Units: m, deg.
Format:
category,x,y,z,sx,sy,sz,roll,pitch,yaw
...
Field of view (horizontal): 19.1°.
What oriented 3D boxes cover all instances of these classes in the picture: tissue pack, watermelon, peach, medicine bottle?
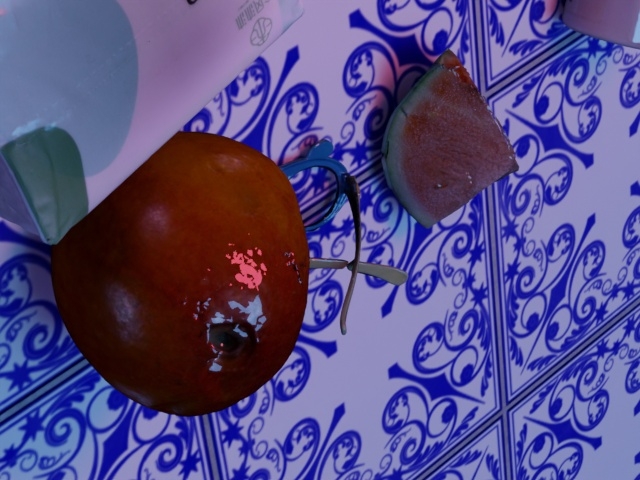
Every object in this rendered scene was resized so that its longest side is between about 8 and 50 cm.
category,x,y,z,sx,sy,sz,roll,pitch,yaw
tissue pack,-0.211,-0.213,1.665,0.356,0.194,0.266,-45,137,-24
watermelon,0.131,-0.116,2.207,0.146,0.128,0.231,-32,124,3
peach,-0.127,0.028,1.835,0.281,0.281,0.238,-56,140,-11
medicine bottle,0.391,-0.367,2.321,0.144,0.144,0.252,-5,116,-48

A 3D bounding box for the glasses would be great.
category,x,y,z,sx,sy,sz,roll,pitch,yaw
glasses,-0.015,0.020,2.064,0.239,0.207,0.102,-24,163,-37
